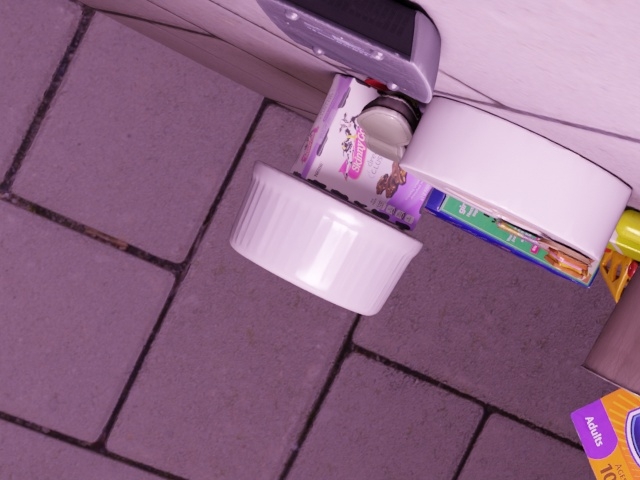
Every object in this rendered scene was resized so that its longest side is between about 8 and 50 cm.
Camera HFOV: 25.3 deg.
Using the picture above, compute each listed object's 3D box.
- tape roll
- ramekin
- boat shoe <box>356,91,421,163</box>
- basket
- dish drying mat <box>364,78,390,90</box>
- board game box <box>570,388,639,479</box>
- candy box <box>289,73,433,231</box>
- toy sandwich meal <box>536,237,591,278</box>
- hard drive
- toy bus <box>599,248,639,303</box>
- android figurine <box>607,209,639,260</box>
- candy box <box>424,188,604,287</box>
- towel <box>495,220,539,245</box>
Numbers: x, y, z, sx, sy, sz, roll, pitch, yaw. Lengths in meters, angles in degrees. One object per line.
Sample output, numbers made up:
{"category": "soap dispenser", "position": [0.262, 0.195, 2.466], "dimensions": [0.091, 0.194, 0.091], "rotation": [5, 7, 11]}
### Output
{"category": "tape roll", "position": [0.245, -0.078, 1.808], "dimensions": [0.286, 0.100, 0.286], "rotation": [25, -179, -1]}
{"category": "ramekin", "position": [0.000, 0.000, 2.100], "dimensions": [0.277, 0.135, 0.277], "rotation": [27, -178, -1]}
{"category": "boat shoe", "position": [0.099, -0.167, 1.945], "dimensions": [0.081, 0.068, 0.228], "rotation": [25, 172, 5]}
{"category": "basket", "position": [0.432, 0.085, 1.714], "dimensions": [0.154, 0.226, 0.204], "rotation": [26, -178, 9]}
{"category": "dish drying mat", "position": [0.082, -0.210, 1.920], "dimensions": [0.032, 0.008, 0.083], "rotation": [26, -179, -12]}
{"category": "board game box", "position": [0.601, 0.348, 1.860], "dimensions": [0.356, 0.356, 0.356], "rotation": [37, -151, -54]}
{"category": "candy box", "position": [0.079, -0.128, 2.094], "dimensions": [0.196, 0.164, 0.070], "rotation": [25, -179, -25]}
{"category": "toy sandwich meal", "position": [0.309, 0.025, 1.819], "dimensions": [0.086, 0.029, 0.085], "rotation": [26, -179, 0]}
{"category": "hard drive", "position": [0.033, -0.193, 1.311], "dimensions": [0.172, 0.054, 0.255], "rotation": [26, -179, 7]}
{"category": "toy bus", "position": [0.506, 0.069, 2.234], "dimensions": [0.191, 0.104, 0.202], "rotation": [35, -152, 32]}
{"category": "android figurine", "position": [0.476, 0.002, 2.079], "dimensions": [0.273, 0.056, 0.248], "rotation": [26, -179, 19]}
{"category": "candy box", "position": [0.296, -0.056, 2.402], "dimensions": [0.317, 0.122, 0.268], "rotation": [24, -177, -21]}
{"category": "towel", "position": [0.272, -0.006, 1.902], "dimensions": [0.083, 0.009, 0.060], "rotation": [25, 180, 4]}
